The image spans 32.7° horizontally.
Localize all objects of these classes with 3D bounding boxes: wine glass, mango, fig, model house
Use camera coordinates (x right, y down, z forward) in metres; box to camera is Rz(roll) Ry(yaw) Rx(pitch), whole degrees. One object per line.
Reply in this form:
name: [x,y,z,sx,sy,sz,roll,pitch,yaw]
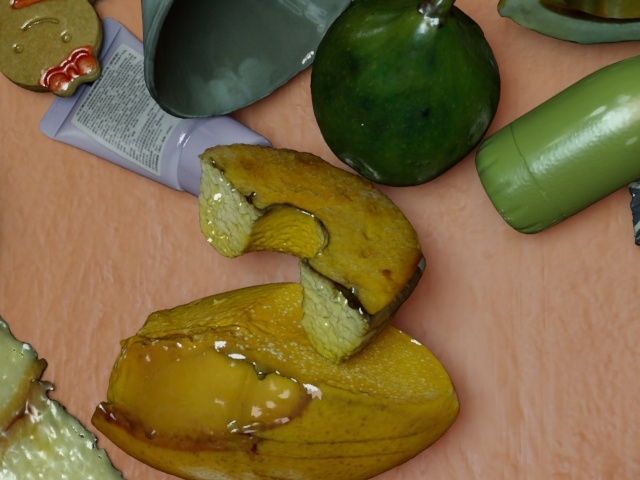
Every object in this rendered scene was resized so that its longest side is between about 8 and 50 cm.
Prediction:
wine glass: [-0.180,-0.349,1.105,0.267,0.267,0.406,-44,70,3]
mango: [-0.039,0.145,1.073,0.350,0.199,0.201,6,67,5]
fig: [0.080,-0.163,1.060,0.195,0.245,0.195,0,74,1]
model house: [0.317,-0.324,1.067,0.268,0.173,0.239,3,50,18]

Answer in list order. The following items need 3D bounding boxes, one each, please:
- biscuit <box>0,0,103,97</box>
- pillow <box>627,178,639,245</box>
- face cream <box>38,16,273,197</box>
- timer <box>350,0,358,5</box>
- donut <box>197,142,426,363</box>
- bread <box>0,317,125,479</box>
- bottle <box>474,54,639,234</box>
biscuit: [-0.312,-0.264,1.226,0.166,0.036,0.225,-7,74,10]
pillow: [0.430,0.049,1.045,0.161,0.092,0.335,-31,78,9]
face cream: [-0.180,-0.127,1.185,0.274,0.096,0.154,32,93,25]
timer: [0.028,-0.315,1.182,0.140,0.047,0.128,-34,81,5]
donut: [0.006,0.002,1.054,0.259,0.152,0.101,43,134,32]
bread: [-0.386,0.304,1.105,0.346,0.242,0.405,31,93,9]
bottle: [0.281,-0.109,1.047,0.260,0.112,0.112,-32,79,24]
